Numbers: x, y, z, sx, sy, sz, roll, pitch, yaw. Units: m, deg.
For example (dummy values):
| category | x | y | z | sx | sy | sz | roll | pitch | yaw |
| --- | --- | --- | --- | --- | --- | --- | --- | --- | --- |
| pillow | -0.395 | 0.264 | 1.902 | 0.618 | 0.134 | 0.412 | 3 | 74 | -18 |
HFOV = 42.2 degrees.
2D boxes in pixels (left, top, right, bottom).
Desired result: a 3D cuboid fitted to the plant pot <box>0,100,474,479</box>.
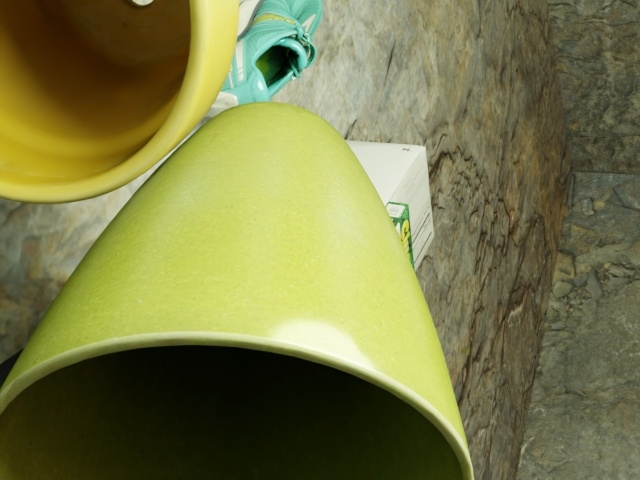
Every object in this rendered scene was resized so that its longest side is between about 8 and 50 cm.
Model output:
| category | x | y | z | sx | sy | sz | roll | pitch | yaw |
| --- | --- | --- | --- | --- | --- | --- | --- | --- | --- |
| plant pot | -0.046 | 0.041 | 0.570 | 0.293 | 0.275 | 0.275 | -86 | 163 | -46 |

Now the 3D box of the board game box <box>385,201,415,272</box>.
| category | x | y | z | sx | sy | sz | roll | pitch | yaw |
| --- | --- | --- | --- | --- | --- | --- | --- | --- | --- |
| board game box | 0.077 | 0.099 | 0.934 | 0.136 | 0.030 | 0.259 | -54 | 145 | -42 |

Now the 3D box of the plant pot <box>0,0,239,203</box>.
| category | x | y | z | sx | sy | sz | roll | pitch | yaw |
| --- | --- | --- | --- | --- | --- | --- | --- | --- | --- |
| plant pot | -0.170 | -0.182 | 0.614 | 0.239 | 0.254 | 0.254 | -64 | 151 | -66 |

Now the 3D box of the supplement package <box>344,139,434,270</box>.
| category | x | y | z | sx | sy | sz | roll | pitch | yaw |
| --- | --- | --- | --- | --- | --- | --- | --- | --- | --- |
| supplement package | 0.000 | 0.000 | 1.019 | 0.262 | 0.204 | 0.145 | -54 | 143 | -46 |

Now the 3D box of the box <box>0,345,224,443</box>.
| category | x | y | z | sx | sy | sz | roll | pitch | yaw |
| --- | --- | --- | --- | --- | --- | --- | --- | --- | --- |
| box | -0.152 | 0.139 | 0.731 | 0.270 | 0.165 | 0.143 | -41 | 132 | -44 |

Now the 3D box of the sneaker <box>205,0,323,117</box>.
| category | x | y | z | sx | sy | sz | roll | pitch | yaw |
| --- | --- | --- | --- | --- | --- | --- | --- | --- | --- |
| sneaker | -0.052 | -0.222 | 0.982 | 0.275 | 0.110 | 0.107 | -59 | 144 | -44 |
